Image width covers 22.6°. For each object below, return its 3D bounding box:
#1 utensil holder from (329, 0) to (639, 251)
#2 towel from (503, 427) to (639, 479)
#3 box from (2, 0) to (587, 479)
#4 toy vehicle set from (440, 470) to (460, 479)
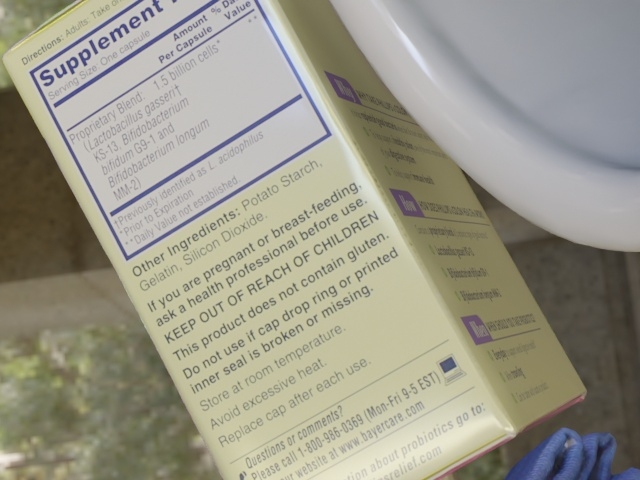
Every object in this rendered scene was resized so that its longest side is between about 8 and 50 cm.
[{"bbox_3d":[0.191,-0.221,0.512,0.327,0.385,0.327,53,158,31],"label":"utensil holder"},{"bbox_3d":[-0.056,0.197,0.377,0.040,0.336,0.243,41,-141,2],"label":"towel"},{"bbox_3d":[0.000,0.000,0.730,0.243,0.117,0.213,62,-166,8],"label":"box"},{"bbox_3d":[0.008,0.205,0.824,0.035,0.166,0.267,62,-173,-21],"label":"toy vehicle set"}]
